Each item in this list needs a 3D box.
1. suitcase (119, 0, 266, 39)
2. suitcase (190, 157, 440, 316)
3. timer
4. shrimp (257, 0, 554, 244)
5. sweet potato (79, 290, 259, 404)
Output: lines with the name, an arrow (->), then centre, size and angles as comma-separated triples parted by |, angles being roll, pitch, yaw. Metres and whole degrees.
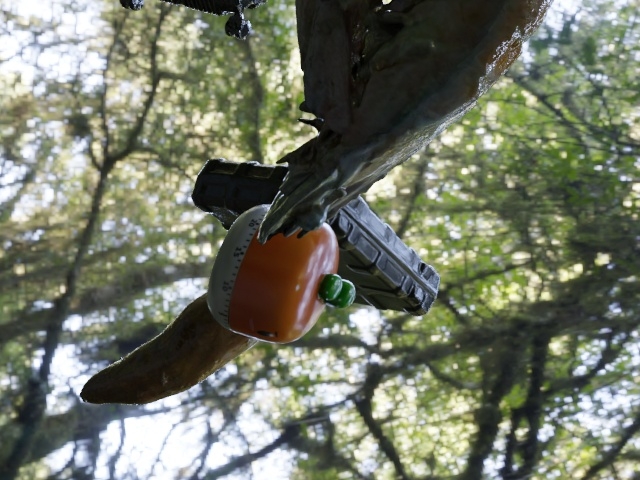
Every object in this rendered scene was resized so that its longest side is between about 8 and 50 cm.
suitcase -> -0.174, -0.450, 1.130 | 0.230, 0.152, 0.335 | 20, -36, 30
suitcase -> 0.000, -0.001, 1.082 | 0.206, 0.285, 0.066 | 9, -111, 39
timer -> -0.028, 0.034, 0.805 | 0.099, 0.136, 0.136 | 91, -20, -65
shrimp -> 0.034, -0.131, 0.639 | 0.164, 0.062, 0.317 | 40, -75, -3
sweet potato -> -0.177, 0.140, 1.133 | 0.292, 0.097, 0.097 | -32, -122, 5
